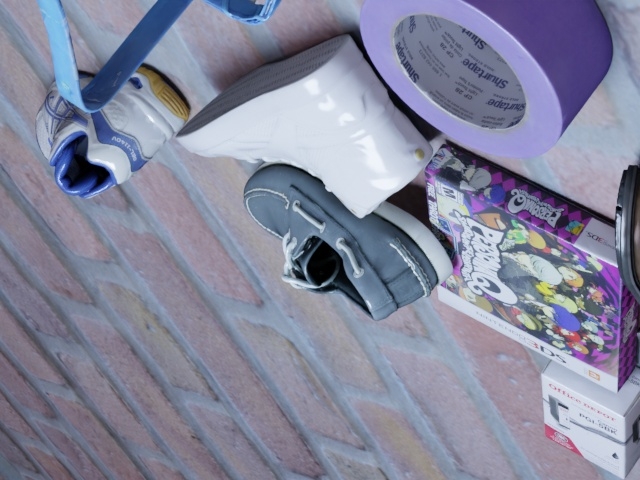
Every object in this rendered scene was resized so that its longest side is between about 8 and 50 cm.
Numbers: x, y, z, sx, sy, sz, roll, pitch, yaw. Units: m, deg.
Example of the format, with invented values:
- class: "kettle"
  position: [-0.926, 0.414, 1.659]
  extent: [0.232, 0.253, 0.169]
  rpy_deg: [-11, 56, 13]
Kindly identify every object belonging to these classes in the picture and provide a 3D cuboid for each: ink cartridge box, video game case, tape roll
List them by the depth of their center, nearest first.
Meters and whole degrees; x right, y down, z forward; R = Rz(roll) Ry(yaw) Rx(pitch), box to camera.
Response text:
- class: "tape roll"
  position: [0.130, -0.158, 1.529]
  extent: [0.189, 0.080, 0.189]
  rpy_deg: [30, 156, 15]
- class: "video game case"
  position: [0.199, 0.029, 1.811]
  extent: [0.210, 0.042, 0.232]
  rpy_deg: [28, 154, 22]
- class: "ink cartridge box"
  position: [0.276, 0.167, 1.933]
  extent: [0.099, 0.056, 0.135]
  rpy_deg: [27, 155, 25]

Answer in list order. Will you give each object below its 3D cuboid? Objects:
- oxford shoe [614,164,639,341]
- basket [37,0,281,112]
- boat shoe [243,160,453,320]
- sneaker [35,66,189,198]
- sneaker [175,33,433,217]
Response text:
- class: "oxford shoe"
  position: [0.305, 0.022, 1.633]
  extent: [0.096, 0.082, 0.227]
  rpy_deg: [-6, 133, 24]
- class: "basket"
  position: [-0.111, -0.258, 1.425]
  extent: [0.201, 0.289, 0.254]
  rpy_deg: [36, 160, 18]
- class: "boat shoe"
  position: [0.000, 0.000, 1.932]
  extent: [0.319, 0.099, 0.116]
  rpy_deg: [24, 152, 52]
- class: "sneaker"
  position: [-0.261, -0.109, 2.105]
  extent: [0.112, 0.131, 0.296]
  rpy_deg: [43, 157, -16]
- class: "sneaker"
  position: [-0.015, -0.084, 1.831]
  extent: [0.169, 0.108, 0.292]
  rpy_deg: [49, 153, -17]
